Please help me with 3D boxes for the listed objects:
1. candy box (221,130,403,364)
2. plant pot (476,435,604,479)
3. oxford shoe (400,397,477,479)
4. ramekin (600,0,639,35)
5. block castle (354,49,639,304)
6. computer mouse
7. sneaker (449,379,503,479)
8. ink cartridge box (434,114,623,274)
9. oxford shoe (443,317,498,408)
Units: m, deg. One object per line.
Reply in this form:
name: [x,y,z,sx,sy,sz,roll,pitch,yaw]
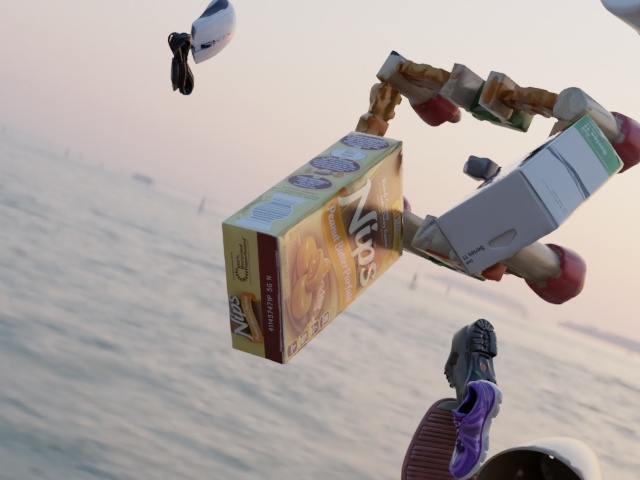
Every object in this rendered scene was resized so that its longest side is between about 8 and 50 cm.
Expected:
candy box: [0.000,0.000,1.483,0.088,0.182,0.316,15,33,28]
plant pot: [0.465,0.494,2.287,0.257,0.256,0.274,20,18,23]
oxford shoe: [0.214,0.498,2.179,0.141,0.397,0.146,12,-19,9]
ramekin: [0.640,-0.509,2.106,0.135,0.277,0.277,19,1,-30]
block castle: [0.246,-0.099,1.758,0.213,0.303,0.453,27,-3,-43]
computer mouse: [-0.161,-0.293,1.649,0.042,0.106,0.193,15,43,15]
sneaker: [0.241,0.311,1.894,0.071,0.169,0.068,18,-3,-29]
ink cartridge box: [0.260,-0.058,1.423,0.087,0.153,0.208,56,42,-1]
oxford shoe: [0.281,0.267,2.168,0.083,0.227,0.096,28,-34,-31]
